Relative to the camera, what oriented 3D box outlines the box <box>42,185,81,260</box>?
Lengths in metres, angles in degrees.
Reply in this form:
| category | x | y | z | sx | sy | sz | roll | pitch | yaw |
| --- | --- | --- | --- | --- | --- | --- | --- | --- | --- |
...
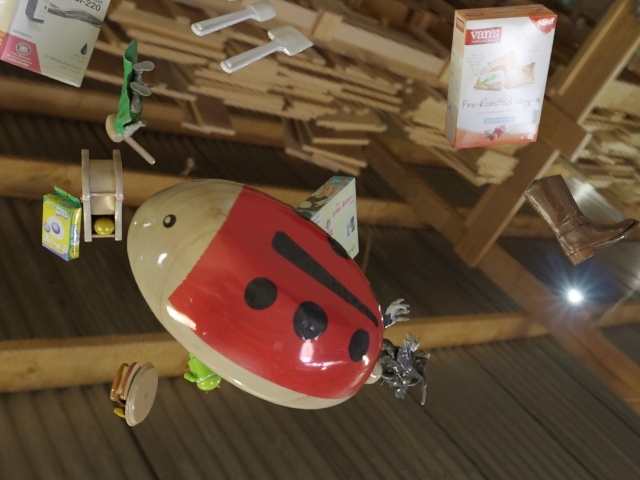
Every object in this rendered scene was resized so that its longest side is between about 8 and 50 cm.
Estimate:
| category | x | y | z | sx | sy | sz | roll | pitch | yaw |
| --- | --- | --- | --- | --- | --- | --- | --- | --- | --- |
| box | -0.683 | -0.047 | 1.932 | 0.105 | 0.179 | 0.043 | 27 | -150 | 23 |

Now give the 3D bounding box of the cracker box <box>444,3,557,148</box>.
| category | x | y | z | sx | sy | sz | roll | pitch | yaw |
| --- | --- | --- | --- | --- | --- | --- | --- | --- | --- |
| cracker box | 0.305 | -0.279 | 1.261 | 0.155 | 0.232 | 0.067 | -7 | -146 | -7 |

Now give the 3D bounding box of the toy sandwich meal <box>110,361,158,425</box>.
| category | x | y | z | sx | sy | sz | roll | pitch | yaw |
| --- | --- | --- | --- | --- | --- | --- | --- | --- | --- |
| toy sandwich meal | -0.226 | 0.184 | 0.887 | 0.029 | 0.086 | 0.085 | 12 | -154 | 10 |

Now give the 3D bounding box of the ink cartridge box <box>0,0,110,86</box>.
| category | x | y | z | sx | sy | sz | roll | pitch | yaw |
| --- | --- | --- | --- | --- | --- | --- | --- | --- | --- |
| ink cartridge box | -0.476 | -0.405 | 1.299 | 0.158 | 0.218 | 0.092 | 14 | -171 | -46 |

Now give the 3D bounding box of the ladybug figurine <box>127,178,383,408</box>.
| category | x | y | z | sx | sy | sz | roll | pitch | yaw |
| --- | --- | --- | --- | --- | --- | --- | --- | --- | --- |
| ladybug figurine | -0.067 | 0.068 | 1.085 | 0.449 | 0.162 | 0.305 | 36 | -137 | -17 |

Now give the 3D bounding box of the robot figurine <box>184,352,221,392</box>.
| category | x | y | z | sx | sy | sz | roll | pitch | yaw |
| --- | --- | --- | --- | --- | --- | --- | --- | --- | --- |
| robot figurine | -0.297 | 0.332 | 1.882 | 0.101 | 0.067 | 0.115 | -17 | -103 | -39 |

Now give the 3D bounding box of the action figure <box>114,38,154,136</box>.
| category | x | y | z | sx | sy | sz | roll | pitch | yaw |
| --- | --- | --- | --- | --- | --- | --- | --- | --- | --- |
| action figure | -0.341 | -0.248 | 1.331 | 0.063 | 0.232 | 0.137 | 10 | -106 | -18 |

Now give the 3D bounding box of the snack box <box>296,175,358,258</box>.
| category | x | y | z | sx | sy | sz | roll | pitch | yaw |
| --- | --- | --- | --- | --- | --- | --- | --- | --- | --- |
| snack box | 0.000 | 0.000 | 1.565 | 0.060 | 0.187 | 0.322 | 6 | -155 | 22 |

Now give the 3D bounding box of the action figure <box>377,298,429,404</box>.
| category | x | y | z | sx | sy | sz | roll | pitch | yaw |
| --- | --- | --- | --- | --- | --- | --- | --- | --- | --- |
| action figure | 0.128 | 0.191 | 1.412 | 0.141 | 0.164 | 0.275 | -36 | -129 | -26 |

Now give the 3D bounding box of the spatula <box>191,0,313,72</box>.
| category | x | y | z | sx | sy | sz | roll | pitch | yaw |
| --- | --- | --- | --- | --- | --- | --- | --- | --- | --- |
| spatula | -0.115 | -0.292 | 0.956 | 0.168 | 0.019 | 0.242 | 47 | -147 | -2 |

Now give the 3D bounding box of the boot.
| category | x | y | z | sx | sy | sz | roll | pitch | yaw |
| --- | --- | --- | --- | --- | --- | --- | --- | --- | --- |
| boot | 0.310 | -0.040 | 0.875 | 0.106 | 0.037 | 0.114 | -26 | -106 | -17 |

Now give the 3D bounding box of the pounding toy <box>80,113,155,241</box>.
| category | x | y | z | sx | sy | sz | roll | pitch | yaw |
| --- | --- | --- | --- | --- | --- | --- | --- | --- | --- |
| pounding toy | -0.416 | -0.111 | 1.517 | 0.155 | 0.269 | 0.154 | -2 | -137 | -18 |
